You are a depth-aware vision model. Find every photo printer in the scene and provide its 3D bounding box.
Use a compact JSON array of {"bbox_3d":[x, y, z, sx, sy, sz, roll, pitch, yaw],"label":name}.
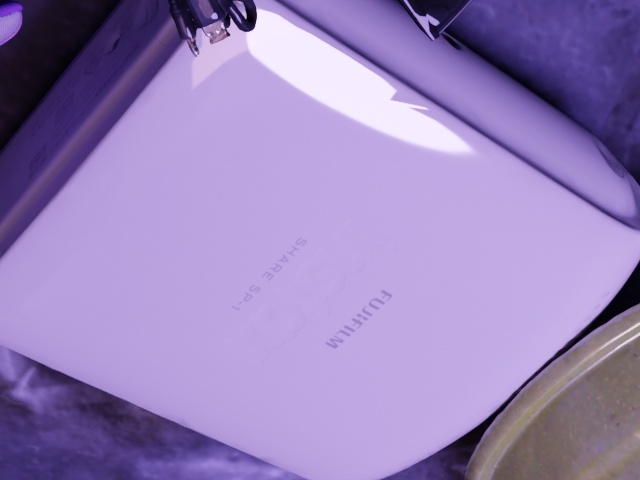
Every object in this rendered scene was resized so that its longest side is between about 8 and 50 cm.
[{"bbox_3d":[0.000,0.000,0.723,0.307,0.107,0.256,29,120,-30],"label":"photo printer"}]

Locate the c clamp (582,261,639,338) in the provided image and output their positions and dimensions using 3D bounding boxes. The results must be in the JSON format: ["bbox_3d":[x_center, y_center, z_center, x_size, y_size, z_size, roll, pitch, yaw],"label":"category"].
[{"bbox_3d":[0.227,0.029,0.842,0.161,0.022,0.137,-25,130,11],"label":"c clamp"}]

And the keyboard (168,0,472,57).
[{"bbox_3d":[-0.033,-0.202,0.525,0.201,0.033,0.317,-47,119,-11],"label":"keyboard"}]

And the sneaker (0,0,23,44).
[{"bbox_3d":[-0.200,-0.150,0.579,0.105,0.095,0.236,-24,135,2],"label":"sneaker"}]

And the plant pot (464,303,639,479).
[{"bbox_3d":[0.259,0.181,0.773,0.276,0.254,0.276,-20,148,-13],"label":"plant pot"}]
